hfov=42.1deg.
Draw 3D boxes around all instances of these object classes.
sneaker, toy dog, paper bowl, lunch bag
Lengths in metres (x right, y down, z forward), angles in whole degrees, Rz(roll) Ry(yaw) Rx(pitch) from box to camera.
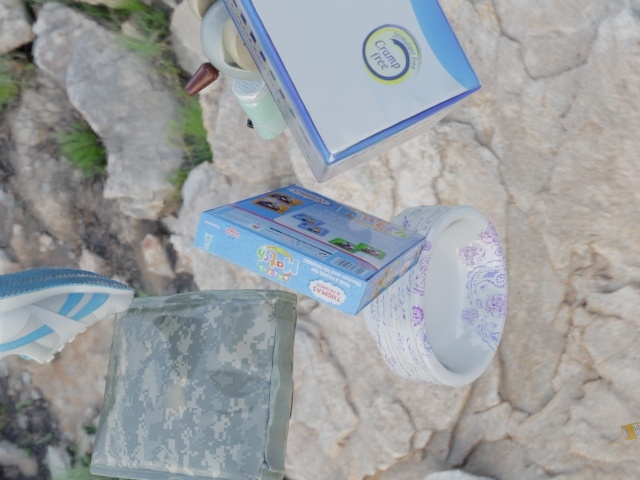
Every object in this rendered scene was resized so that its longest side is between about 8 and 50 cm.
[{"bbox_3d":[-0.078,-0.301,1.484,0.094,0.151,0.255,10,59,21],"label":"sneaker"},{"bbox_3d":[-0.047,-0.217,1.100,0.161,0.334,0.220,-53,23,18],"label":"toy dog"},{"bbox_3d":[0.173,0.085,1.332,0.148,0.284,0.284,1,92,38],"label":"paper bowl"},{"bbox_3d":[-0.132,0.186,1.027,0.287,0.169,0.235,-8,71,44],"label":"lunch bag"},{"bbox_3d":[-0.310,0.085,0.950,0.088,0.229,0.092,16,103,33],"label":"sneaker"}]

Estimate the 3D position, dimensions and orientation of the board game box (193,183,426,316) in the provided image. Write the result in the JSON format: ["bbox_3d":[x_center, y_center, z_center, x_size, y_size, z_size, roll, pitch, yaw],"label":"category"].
[{"bbox_3d":[0.000,0.000,0.799,0.160,0.211,0.039,23,108,16],"label":"board game box"}]

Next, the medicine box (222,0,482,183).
[{"bbox_3d":[0.007,-0.209,0.803,0.149,0.289,0.263,-28,91,-1],"label":"medicine box"}]

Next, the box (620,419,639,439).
[{"bbox_3d":[0.514,0.279,1.268,0.081,0.136,0.028,-16,76,-3],"label":"box"}]
